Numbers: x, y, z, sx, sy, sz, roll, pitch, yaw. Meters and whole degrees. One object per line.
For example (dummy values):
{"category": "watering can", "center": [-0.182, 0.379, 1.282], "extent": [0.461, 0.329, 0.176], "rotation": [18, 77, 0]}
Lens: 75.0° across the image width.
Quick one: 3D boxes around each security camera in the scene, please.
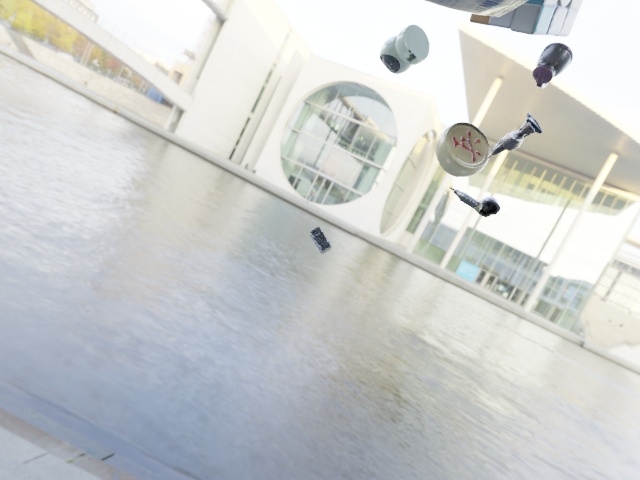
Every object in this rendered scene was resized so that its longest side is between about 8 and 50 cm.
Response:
{"category": "security camera", "center": [0.415, -0.969, 2.144], "extent": [0.194, 0.194, 0.236], "rotation": [23, -14, -31]}

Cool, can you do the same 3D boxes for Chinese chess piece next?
{"category": "Chinese chess piece", "center": [0.638, -0.408, 1.881], "extent": [0.250, 0.249, 0.103], "rotation": [26, -19, -9]}

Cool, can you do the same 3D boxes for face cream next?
{"category": "face cream", "center": [0.312, -0.651, 1.046], "extent": [0.420, 0.137, 0.235], "rotation": [10, 10, -6]}

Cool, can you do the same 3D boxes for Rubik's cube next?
{"category": "Rubik's cube", "center": [0.945, -1.124, 1.862], "extent": [0.347, 0.347, 0.344], "rotation": [-15, 40, -34]}

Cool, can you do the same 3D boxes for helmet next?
{"category": "helmet", "center": [0.809, -0.171, 2.007], "extent": [0.098, 0.070, 0.123], "rotation": [38, -37, -14]}

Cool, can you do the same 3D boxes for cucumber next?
{"category": "cucumber", "center": [0.542, -0.159, 1.567], "extent": [0.043, 0.039, 0.163], "rotation": [38, 8, -36]}

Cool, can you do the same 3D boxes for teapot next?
{"category": "teapot", "center": [0.880, -0.672, 1.619], "extent": [0.116, 0.146, 0.148], "rotation": [41, -13, -2]}

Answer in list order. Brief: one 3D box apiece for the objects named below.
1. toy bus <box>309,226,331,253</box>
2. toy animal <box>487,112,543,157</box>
{"category": "toy bus", "center": [0.000, 0.000, 1.703], "extent": [0.102, 0.052, 0.058], "rotation": [58, -12, 13]}
{"category": "toy animal", "center": [0.567, -0.300, 1.235], "extent": [0.070, 0.105, 0.202], "rotation": [51, -27, 0]}
